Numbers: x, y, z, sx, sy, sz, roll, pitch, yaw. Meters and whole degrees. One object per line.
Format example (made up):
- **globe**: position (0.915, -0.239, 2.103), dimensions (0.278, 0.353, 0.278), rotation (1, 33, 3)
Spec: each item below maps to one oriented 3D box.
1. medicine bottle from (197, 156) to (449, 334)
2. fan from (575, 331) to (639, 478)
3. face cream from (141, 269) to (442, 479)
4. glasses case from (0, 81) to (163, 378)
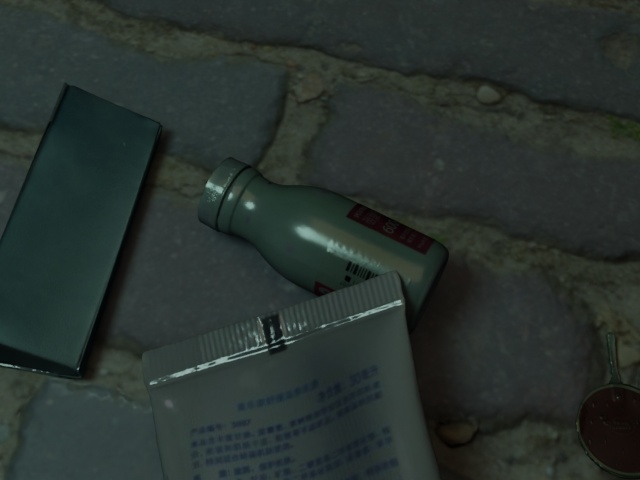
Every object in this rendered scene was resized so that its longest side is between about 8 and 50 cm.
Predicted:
- **medicine bottle**: position (0.000, 0.000, 0.785), dimensions (0.216, 0.090, 0.090), rotation (26, 61, 12)
- **fan**: position (0.261, 0.141, 0.772), dimensions (0.085, 0.005, 0.133), rotation (2, 61, -3)
- **face cream**: position (-0.011, 0.232, 0.628), dimensions (0.234, 0.137, 0.420), rotation (-20, 57, 12)
- **glasses case**: position (-0.229, -0.010, 0.805), dimensions (0.105, 0.056, 0.266), rotation (23, 58, -19)
